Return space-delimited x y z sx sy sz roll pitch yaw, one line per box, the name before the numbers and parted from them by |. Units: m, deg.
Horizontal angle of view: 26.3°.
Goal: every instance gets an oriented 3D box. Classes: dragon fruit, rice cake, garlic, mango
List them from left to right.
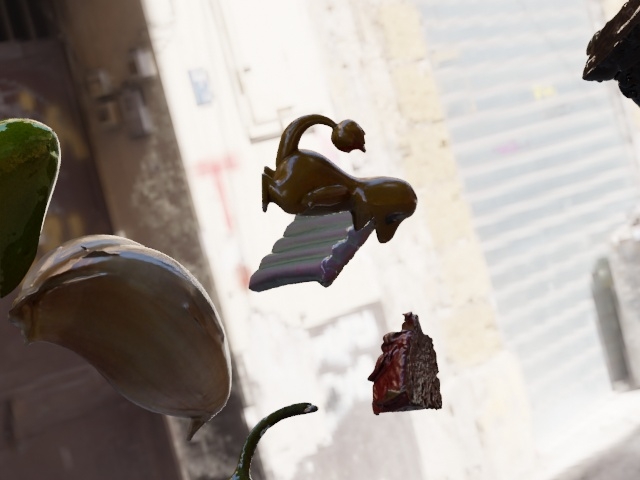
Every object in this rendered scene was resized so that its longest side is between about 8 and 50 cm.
mango | -0.426 -0.031 1.689 0.185 0.149 0.273 -21 -35 -45
garlic | -0.263 0.111 1.873 0.313 0.249 0.286 22 -24 -12
rice cake | 0.000 0.000 1.945 0.189 0.037 0.198 -52 25 -23
dragon fruit | 0.093 0.149 1.651 0.063 0.131 0.097 -19 -26 28

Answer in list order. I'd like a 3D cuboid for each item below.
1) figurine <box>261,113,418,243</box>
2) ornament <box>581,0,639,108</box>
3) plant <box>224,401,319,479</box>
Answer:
figurine | 0.025 -0.072 1.507 0.176 0.122 0.121 16 9 -5
ornament | 0.533 -0.259 1.932 0.260 0.106 0.251 25 -43 -14
plant | -0.145 0.472 2.605 0.251 0.333 0.180 10 -30 2
